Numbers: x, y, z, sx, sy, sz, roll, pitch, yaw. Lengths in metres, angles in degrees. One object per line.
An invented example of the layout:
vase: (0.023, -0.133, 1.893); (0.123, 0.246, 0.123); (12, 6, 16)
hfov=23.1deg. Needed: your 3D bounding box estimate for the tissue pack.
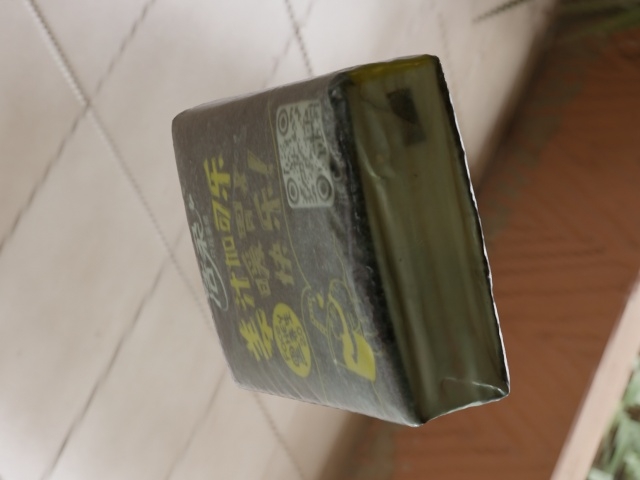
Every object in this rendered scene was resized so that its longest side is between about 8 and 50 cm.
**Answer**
tissue pack: (0.000, 0.000, 0.900); (0.081, 0.257, 0.185); (-14, 96, -23)
